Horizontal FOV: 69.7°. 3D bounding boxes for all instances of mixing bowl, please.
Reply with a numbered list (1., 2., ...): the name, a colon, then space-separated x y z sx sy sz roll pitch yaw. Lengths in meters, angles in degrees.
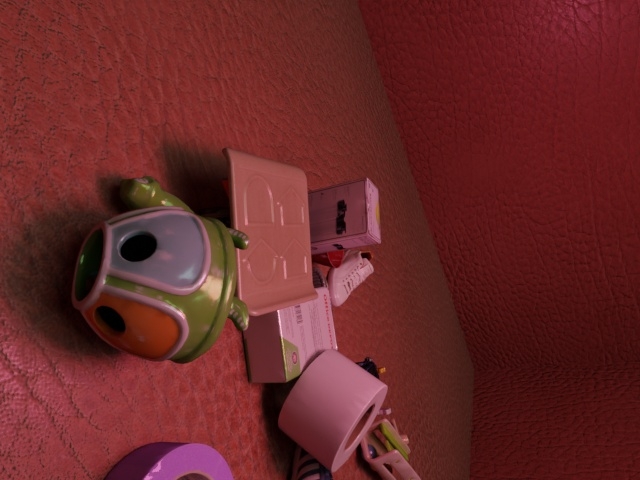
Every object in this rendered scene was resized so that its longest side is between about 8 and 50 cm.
1. mixing bowl: 0.000 0.000 1.432 0.181 0.098 0.182 -6 90 -71

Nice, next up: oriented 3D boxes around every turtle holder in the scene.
1. turtle holder: -0.261 0.033 0.762 0.227 0.243 0.321 21 70 -40

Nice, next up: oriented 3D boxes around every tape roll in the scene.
1. tape roll: -0.256 0.485 0.763 0.274 0.090 0.275 33 52 -56
2. tape roll: 0.034 0.419 1.154 0.246 0.169 0.246 -44 152 -31

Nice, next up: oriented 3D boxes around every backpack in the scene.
1. backpack: 0.085 0.441 1.380 0.173 0.158 0.117 -24 94 -60

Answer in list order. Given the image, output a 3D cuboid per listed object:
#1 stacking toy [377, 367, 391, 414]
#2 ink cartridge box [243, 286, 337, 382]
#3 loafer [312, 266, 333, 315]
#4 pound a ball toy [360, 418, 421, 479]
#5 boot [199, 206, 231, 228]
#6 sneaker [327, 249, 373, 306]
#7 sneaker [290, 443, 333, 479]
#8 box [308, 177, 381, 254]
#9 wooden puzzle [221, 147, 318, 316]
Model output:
1. stacking toy: 0.187 0.557 1.665 0.221 0.052 0.167 13 67 -60
2. ink cartridge box: -0.074 0.233 1.189 0.272 0.114 0.199 1 80 -63
3. loafer: -0.012 0.206 1.370 0.087 0.094 0.252 11 75 -74
4. pound a ball toy: 0.234 0.743 1.630 0.319 0.135 0.208 58 9 -37
5. boot: -0.192 0.018 1.083 0.236 0.085 0.179 6 80 -63
6. sneaker: 0.111 0.116 1.597 0.106 0.122 0.290 67 30 -27
7. sneaker: 0.001 0.612 1.157 0.131 0.148 0.350 65 30 -27
8. box: 0.018 -0.056 1.288 0.087 0.289 0.169 31 52 -56
9. wooden puzzle: -0.121 -0.018 1.061 0.322 0.080 0.348 -2 84 -64
